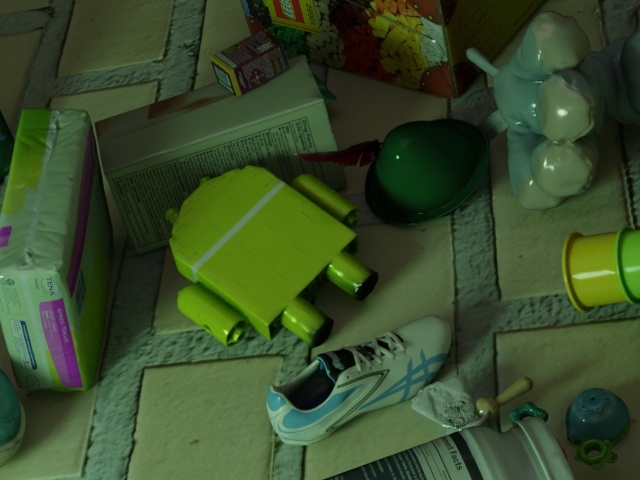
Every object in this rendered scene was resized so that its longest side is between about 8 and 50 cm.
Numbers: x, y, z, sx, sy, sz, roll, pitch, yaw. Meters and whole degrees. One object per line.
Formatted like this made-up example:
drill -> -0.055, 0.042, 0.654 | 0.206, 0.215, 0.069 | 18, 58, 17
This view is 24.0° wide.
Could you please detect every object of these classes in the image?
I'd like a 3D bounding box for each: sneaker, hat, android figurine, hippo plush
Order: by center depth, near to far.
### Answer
sneaker -> 0.048, 0.146, 1.687 | 0.237, 0.086, 0.085 | -29, 41, -15
android figurine -> -0.071, 0.013, 1.841 | 0.273, 0.056, 0.248 | 33, 66, 23
hippo plush -> 0.349, -0.161, 1.875 | 0.236, 0.234, 0.294 | -5, -3, -13
hat -> 0.099, -0.135, 1.879 | 0.173, 0.183, 0.209 | -10, 46, 25

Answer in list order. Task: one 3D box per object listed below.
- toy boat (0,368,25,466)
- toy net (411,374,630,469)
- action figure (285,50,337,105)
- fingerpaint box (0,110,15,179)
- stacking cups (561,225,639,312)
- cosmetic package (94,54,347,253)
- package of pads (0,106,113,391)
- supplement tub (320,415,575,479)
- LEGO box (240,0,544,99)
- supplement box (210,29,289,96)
toy boat -> -0.499, 0.155, 1.759 | 0.267, 0.148, 0.318 | -6, 35, -27
toy net -> 0.209, 0.201, 1.609 | 0.232, 0.045, 0.122 | 1, 46, 21
action figure -> -0.108, -0.174, 2.096 | 0.232, 0.063, 0.137 | -28, 45, -18
fingerpaint box -> -0.651, -0.128, 1.994 | 0.163, 0.371, 0.445 | 19, 52, 33
stacking cups -> 0.426, 0.009, 1.640 | 0.316, 0.096, 0.096 | -12, 39, 31
cosmetic package -> -0.131, -0.114, 1.975 | 0.296, 0.153, 0.129 | -17, 39, -2
package of pads -> -0.322, 0.014, 1.842 | 0.101, 0.229, 0.297 | -1, 45, 2
supplement tub -> 0.109, 0.290, 1.431 | 0.272, 0.191, 0.191 | -19, 42, -3
LEGO box -> 0.166, -0.466, 2.224 | 0.372, 0.193, 0.500 | 20, 53, 34
supplement box -> -0.092, -0.229, 1.945 | 0.083, 0.043, 0.055 | -30, 39, -16
